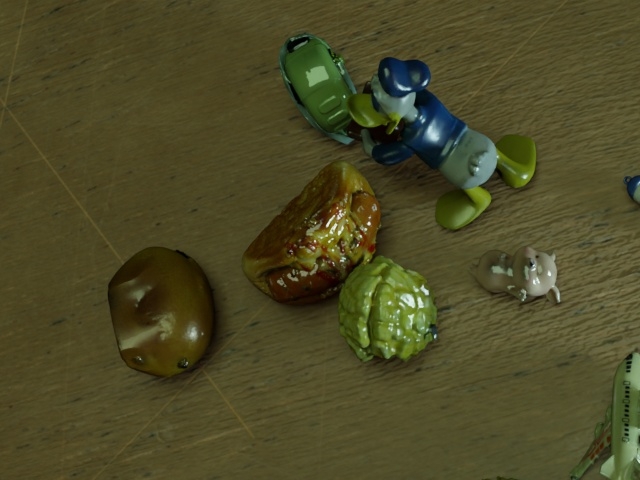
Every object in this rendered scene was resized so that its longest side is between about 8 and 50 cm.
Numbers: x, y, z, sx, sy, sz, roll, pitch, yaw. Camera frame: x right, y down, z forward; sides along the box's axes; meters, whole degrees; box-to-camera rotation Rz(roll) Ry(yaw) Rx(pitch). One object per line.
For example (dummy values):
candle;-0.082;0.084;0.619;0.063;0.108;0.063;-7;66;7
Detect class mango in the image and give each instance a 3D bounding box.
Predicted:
mango;-0.261;0.114;2.099;0.166;0.136;0.236;-15;62;-3

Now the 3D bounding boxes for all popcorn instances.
popcorn;0.108;0.117;1.969;0.142;0.173;0.173;-30;63;30

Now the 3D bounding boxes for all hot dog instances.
hot dog;0.000;0.000;2.031;0.256;0.150;0.153;-46;32;-2

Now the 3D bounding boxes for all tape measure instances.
tape measure;0.000;-0.263;2.132;0.106;0.175;0.200;-27;70;10

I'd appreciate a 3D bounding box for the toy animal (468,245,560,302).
toy animal;0.308;0.048;1.971;0.150;0.089;0.083;8;96;17

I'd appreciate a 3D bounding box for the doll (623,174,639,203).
doll;0.531;-0.060;1.944;0.143;0.057;0.099;36;105;27

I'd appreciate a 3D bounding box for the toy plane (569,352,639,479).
toy plane;0.452;0.269;1.811;0.092;0.229;0.244;35;50;-13

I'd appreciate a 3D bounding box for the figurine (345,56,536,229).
figurine;0.157;-0.199;1.969;0.283;0.338;0.204;31;80;35

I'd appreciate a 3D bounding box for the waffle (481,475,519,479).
waffle;0.258;0.441;1.856;0.194;0.051;0.149;-47;63;-3
